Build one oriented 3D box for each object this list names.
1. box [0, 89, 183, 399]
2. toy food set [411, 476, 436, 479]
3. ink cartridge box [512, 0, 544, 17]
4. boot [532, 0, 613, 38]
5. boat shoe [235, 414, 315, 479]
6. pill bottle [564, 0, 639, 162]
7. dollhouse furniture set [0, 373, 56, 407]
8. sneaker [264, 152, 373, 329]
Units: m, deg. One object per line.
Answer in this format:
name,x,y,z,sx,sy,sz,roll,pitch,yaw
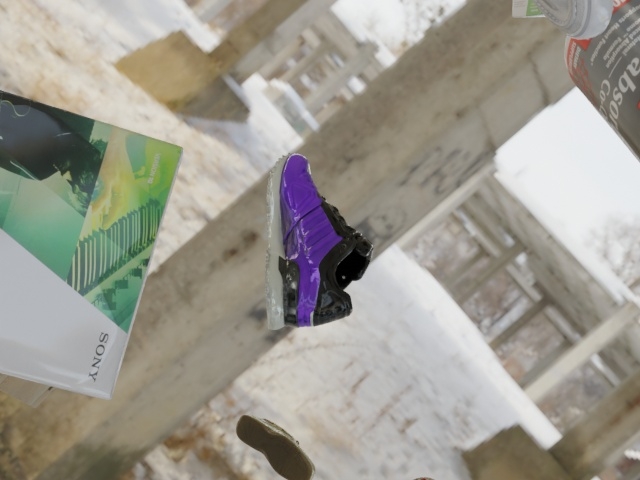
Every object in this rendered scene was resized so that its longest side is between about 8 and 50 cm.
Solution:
box,-0.301,-0.015,0.893,0.321,0.232,0.058,16,-8,-12
toy food set,0.105,0.279,1.041,0.083,0.082,0.020,53,-32,-14
ink cartridge box,0.384,-0.478,1.722,0.154,0.093,0.213,-125,-147,-78
boot,0.161,-0.279,0.974,0.095,0.123,0.258,102,-31,-53
boat shoe,-0.051,0.270,1.372,0.135,0.050,0.045,35,16,33
pill bottle,0.491,-0.186,1.375,0.210,0.210,0.363,47,13,-45
dollhouse furniture set,-0.379,-0.046,1.122,0.303,0.174,0.355,39,12,-37
sneaker,0.000,0.001,1.441,0.102,0.146,0.293,86,4,-51
